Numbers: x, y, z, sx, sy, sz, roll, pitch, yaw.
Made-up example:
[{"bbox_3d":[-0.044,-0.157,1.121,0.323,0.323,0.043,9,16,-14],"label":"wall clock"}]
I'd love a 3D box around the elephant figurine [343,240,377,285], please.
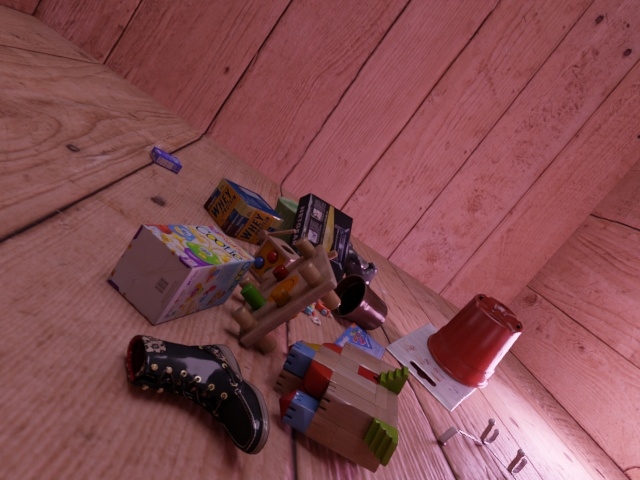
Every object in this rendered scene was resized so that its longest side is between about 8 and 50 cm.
[{"bbox_3d":[0.134,0.101,1.976,0.239,0.169,0.186,53,-14,-31],"label":"elephant figurine"}]

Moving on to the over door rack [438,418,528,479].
[{"bbox_3d":[0.511,0.619,1.219,0.324,0.108,0.239,26,15,-42],"label":"over door rack"}]

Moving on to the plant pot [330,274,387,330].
[{"bbox_3d":[0.145,0.232,1.581,0.165,0.167,0.167,38,9,-33],"label":"plant pot"}]

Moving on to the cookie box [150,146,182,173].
[{"bbox_3d":[-0.626,-0.326,1.787,0.107,0.040,0.092,27,15,-42],"label":"cookie box"}]

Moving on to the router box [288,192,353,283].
[{"bbox_3d":[0.000,0.000,1.768,0.243,0.308,0.081,30,-31,-32],"label":"router box"}]

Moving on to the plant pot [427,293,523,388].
[{"bbox_3d":[0.595,0.362,1.666,0.273,0.265,0.272,24,25,-12],"label":"plant pot"}]

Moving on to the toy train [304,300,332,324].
[{"bbox_3d":[-0.012,0.213,1.441,0.125,0.046,0.166,37,11,6],"label":"toy train"}]

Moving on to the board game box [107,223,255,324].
[{"bbox_3d":[-0.289,0.061,0.968,0.142,0.144,0.275,39,11,12],"label":"board game box"}]

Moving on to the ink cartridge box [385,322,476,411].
[{"bbox_3d":[0.434,0.487,1.681,0.308,0.091,0.385,43,30,27],"label":"ink cartridge box"}]

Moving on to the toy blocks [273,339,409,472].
[{"bbox_3d":[0.027,0.307,0.936,0.261,0.190,0.381,26,9,7],"label":"toy blocks"}]

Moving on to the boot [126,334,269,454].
[{"bbox_3d":[-0.197,0.237,0.692,0.179,0.085,0.236,24,10,-40],"label":"boot"}]

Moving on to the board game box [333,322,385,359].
[{"bbox_3d":[0.123,0.341,1.380,0.145,0.027,0.281,40,12,12],"label":"board game box"}]

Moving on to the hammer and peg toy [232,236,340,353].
[{"bbox_3d":[-0.084,0.102,1.126,0.127,0.266,0.361,53,7,-18],"label":"hammer and peg toy"}]

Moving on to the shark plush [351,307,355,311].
[{"bbox_3d":[0.072,0.218,1.670,0.161,0.073,0.067,40,41,-13],"label":"shark plush"}]

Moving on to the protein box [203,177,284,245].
[{"bbox_3d":[-0.288,-0.104,1.660,0.200,0.136,0.201,45,14,35],"label":"protein box"}]

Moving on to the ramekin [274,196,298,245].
[{"bbox_3d":[-0.092,-0.055,1.982,0.304,0.148,0.303,31,11,-6],"label":"ramekin"}]

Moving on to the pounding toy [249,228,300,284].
[{"bbox_3d":[-0.153,0.031,1.405,0.206,0.181,0.094,44,13,32],"label":"pounding toy"}]
